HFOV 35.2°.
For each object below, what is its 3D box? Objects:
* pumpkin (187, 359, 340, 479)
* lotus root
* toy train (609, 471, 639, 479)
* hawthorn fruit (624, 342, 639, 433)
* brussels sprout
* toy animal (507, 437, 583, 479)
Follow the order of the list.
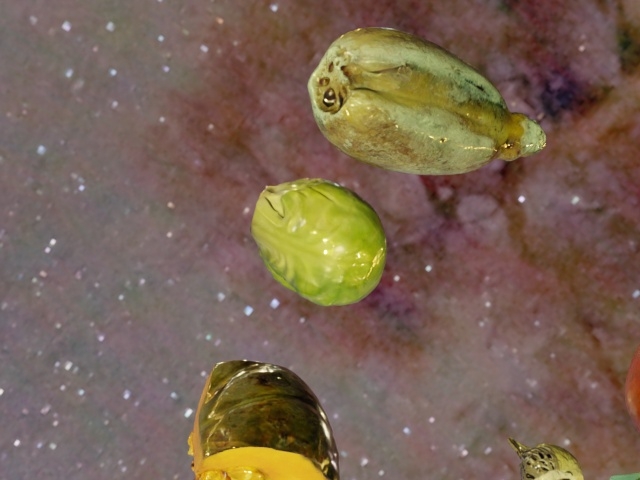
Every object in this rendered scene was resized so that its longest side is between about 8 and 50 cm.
[{"bbox_3d":[-0.096,0.361,1.703,0.256,0.303,0.225,1,-137,-14],"label":"pumpkin"},{"bbox_3d":[0.129,-0.152,1.214,0.322,0.158,0.140,13,169,-35],"label":"lotus root"},{"bbox_3d":[0.454,0.392,1.311,0.203,0.163,0.112,31,160,-4],"label":"toy train"},{"bbox_3d":[0.628,0.238,1.605,0.284,0.284,0.284,32,-156,-16],"label":"hawthorn fruit"},{"bbox_3d":[0.000,0.000,1.710,0.244,0.244,0.244,32,-156,-16],"label":"brussels sprout"},{"bbox_3d":[0.355,0.376,1.637,0.137,0.098,0.098,22,-163,20],"label":"toy animal"}]
